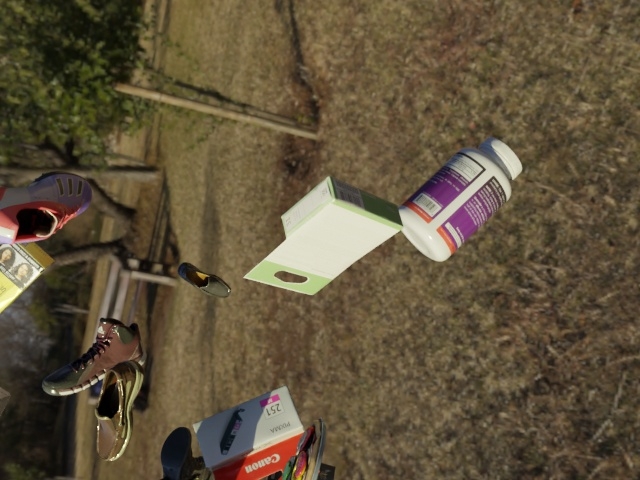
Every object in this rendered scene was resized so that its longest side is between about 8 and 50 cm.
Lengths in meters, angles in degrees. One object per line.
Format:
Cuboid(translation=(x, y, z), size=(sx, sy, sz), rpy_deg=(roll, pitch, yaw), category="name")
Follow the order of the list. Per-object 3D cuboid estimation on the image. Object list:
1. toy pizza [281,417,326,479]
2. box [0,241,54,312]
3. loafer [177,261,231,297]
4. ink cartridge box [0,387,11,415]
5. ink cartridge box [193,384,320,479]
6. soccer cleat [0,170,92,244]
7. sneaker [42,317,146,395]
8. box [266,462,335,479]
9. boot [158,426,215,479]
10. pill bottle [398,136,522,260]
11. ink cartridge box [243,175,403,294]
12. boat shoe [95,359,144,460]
Cuboid(translation=(-0.038, 0.399, 1.239), size=(0.201, 0.032, 0.201), rpy_deg=(-160, 90, -85), category="toy pizza")
Cuboid(translation=(-0.597, 0.091, 1.309), size=(0.232, 0.087, 0.058), rpy_deg=(-41, 11, 9), category="box")
Cuboid(translation=(-0.327, 0.122, 2.057), size=(0.062, 0.170, 0.061), rpy_deg=(-62, 23, 2), category="loafer")
Cuboid(translation=(-0.637, 0.315, 1.317), size=(0.122, 0.088, 0.052), rpy_deg=(-61, -6, 2), category="ink cartridge box")
Cuboid(translation=(-0.170, 0.546, 1.909), size=(0.060, 0.275, 0.239), rpy_deg=(81, 165, -59), category="ink cartridge box")
Cuboid(translation=(-0.467, -0.047, 1.217), size=(0.109, 0.116, 0.318), rpy_deg=(-68, -12, 13), category="soccer cleat")
Cuboid(translation=(-0.597, 0.285, 1.891), size=(0.106, 0.281, 0.163), rpy_deg=(25, 124, 42), category="sneaker")
Cuboid(translation=(-0.065, 0.695, 1.950), size=(0.231, 0.183, 0.056), rpy_deg=(-75, 1, -53), category="box")
Cuboid(translation=(-0.391, 0.687, 2.241), size=(0.091, 0.229, 0.263), rpy_deg=(17, 96, 31), category="boot")
Cuboid(translation=(0.357, -0.111, 1.846), size=(0.323, 0.181, 0.181), rpy_deg=(-43, 15, -6), category="pill bottle")
Cuboid(translation=(0.000, 0.000, 1.226), size=(0.235, 0.171, 0.056), rpy_deg=(-37, 52, 33), category="ink cartridge box")
Cuboid(translation=(-0.504, 0.411, 1.728), size=(0.095, 0.095, 0.258), rpy_deg=(-1, -74, -63), category="boat shoe")
